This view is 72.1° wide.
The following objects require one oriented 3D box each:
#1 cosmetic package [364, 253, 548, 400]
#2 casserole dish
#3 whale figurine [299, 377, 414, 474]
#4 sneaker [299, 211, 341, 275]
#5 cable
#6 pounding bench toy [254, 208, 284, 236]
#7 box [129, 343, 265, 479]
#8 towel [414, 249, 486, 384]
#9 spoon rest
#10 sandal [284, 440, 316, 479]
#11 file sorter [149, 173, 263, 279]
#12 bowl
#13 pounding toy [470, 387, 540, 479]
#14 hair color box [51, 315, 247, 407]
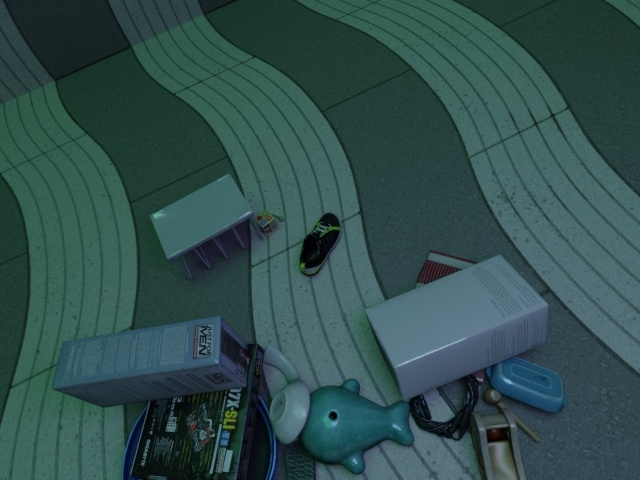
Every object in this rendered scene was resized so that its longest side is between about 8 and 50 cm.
[{"bbox_3d":[0.316,0.201,1.048,0.366,0.155,0.196,-22,39,0],"label":"cosmetic package"},{"bbox_3d":[0.488,0.328,1.034,0.189,0.036,0.114,20,37,12],"label":"casserole dish"},{"bbox_3d":[0.082,0.426,1.033,0.273,0.141,0.216,-2,55,4],"label":"whale figurine"},{"bbox_3d":[0.000,0.000,1.340,0.084,0.097,0.234,13,62,19],"label":"sneaker"},{"bbox_3d":[0.299,0.375,1.067,0.151,0.047,0.184,14,79,32],"label":"cable"},{"bbox_3d":[-0.163,-0.068,1.435,0.083,0.065,0.052,-37,59,-12],"label":"pounding bench toy"},{"bbox_3d":[-0.287,0.411,1.071,0.258,0.079,0.321,-1,59,10],"label":"box"},{"bbox_3d":[0.356,0.193,1.183,0.237,0.037,0.328,17,63,21],"label":"towel"},{"bbox_3d":[-0.085,0.373,1.093,0.137,0.084,0.276,-56,29,14],"label":"spoon rest"},{"bbox_3d":[-0.043,0.602,1.014,0.097,0.054,0.254,1,49,4],"label":"sandal"},{"bbox_3d":[-0.348,-0.037,1.392,0.278,0.173,0.192,-30,57,-7],"label":"file sorter"},{"bbox_3d":[-0.289,0.531,1.088,0.392,0.077,0.390,-6,58,9],"label":"bowl"},{"bbox_3d":[0.415,0.444,0.945,0.155,0.154,0.269,-10,58,6],"label":"pounding toy"},{"bbox_3d":[-0.376,0.286,1.013,0.375,0.185,0.113,-10,56,7],"label":"hair color box"}]
